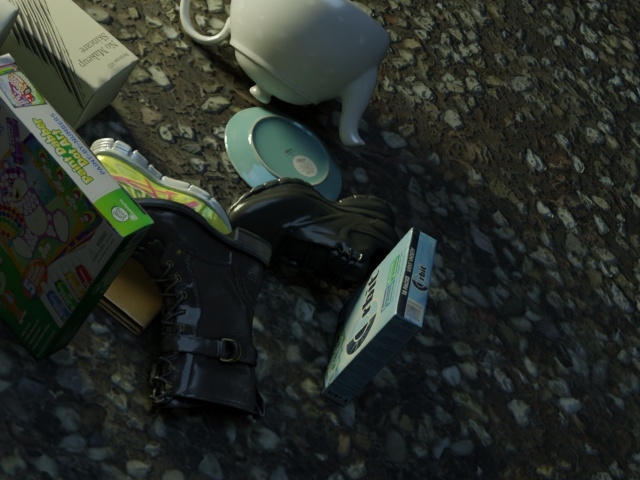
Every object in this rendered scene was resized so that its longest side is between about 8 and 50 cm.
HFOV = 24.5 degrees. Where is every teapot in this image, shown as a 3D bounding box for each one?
[{"bbox_3d":[-0.043,-0.283,2.108,0.252,0.187,0.256,33,6,-39],"label":"teapot"}]

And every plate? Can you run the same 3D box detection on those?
[{"bbox_3d":[-0.047,-0.120,2.072,0.188,0.024,0.188,21,43,-21],"label":"plate"}]

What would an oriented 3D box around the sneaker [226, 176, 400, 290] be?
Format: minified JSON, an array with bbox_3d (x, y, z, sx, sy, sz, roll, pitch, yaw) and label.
[{"bbox_3d":[0.000,0.000,1.926,0.286,0.109,0.130,4,45,-33],"label":"sneaker"}]

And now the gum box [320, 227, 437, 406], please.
[{"bbox_3d":[0.073,0.096,1.844,0.041,0.184,0.157,29,41,-13],"label":"gum box"}]

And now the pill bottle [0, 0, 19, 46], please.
[{"bbox_3d":[-0.529,-0.306,1.751,0.318,0.176,0.176,32,41,-10],"label":"pill bottle"}]

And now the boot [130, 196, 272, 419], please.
[{"bbox_3d":[-0.166,0.083,1.711,0.263,0.091,0.229,18,68,-25],"label":"boot"}]

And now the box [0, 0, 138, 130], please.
[{"bbox_3d":[-0.379,-0.273,1.900,0.275,0.094,0.113,40,40,0],"label":"box"}]

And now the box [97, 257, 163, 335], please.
[{"bbox_3d":[-0.237,0.006,1.814,0.164,0.021,0.201,39,41,-2],"label":"box"}]

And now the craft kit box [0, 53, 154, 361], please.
[{"bbox_3d":[-0.323,-0.031,1.606,0.246,0.250,0.061,50,42,11],"label":"craft kit box"}]

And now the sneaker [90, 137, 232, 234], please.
[{"bbox_3d":[-0.206,-0.034,1.808,0.208,0.081,0.094,30,53,-8],"label":"sneaker"}]
